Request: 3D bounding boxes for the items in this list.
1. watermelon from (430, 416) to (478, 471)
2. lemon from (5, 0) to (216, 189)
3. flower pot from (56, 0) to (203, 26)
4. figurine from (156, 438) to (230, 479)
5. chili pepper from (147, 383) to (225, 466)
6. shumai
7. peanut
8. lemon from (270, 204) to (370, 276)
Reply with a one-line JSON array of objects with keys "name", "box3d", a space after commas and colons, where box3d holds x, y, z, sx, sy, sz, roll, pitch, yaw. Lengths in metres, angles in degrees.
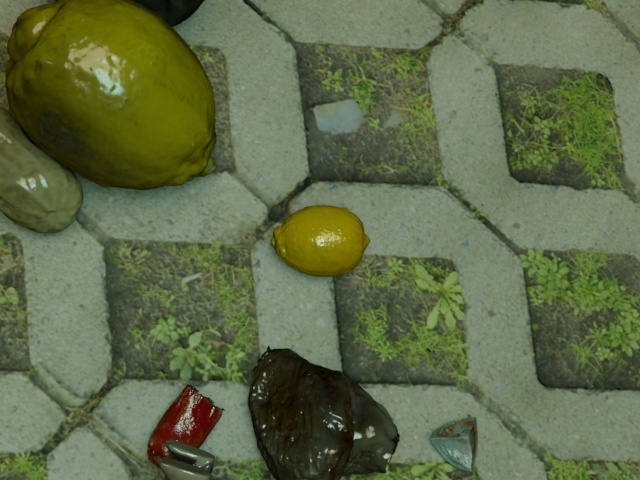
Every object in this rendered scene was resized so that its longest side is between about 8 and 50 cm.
[{"name": "watermelon", "box3d": [0.220, 0.316, 1.745, 0.085, 0.061, 0.085, 3, 69, -7]}, {"name": "lemon", "box3d": [-0.300, -0.218, 1.653, 0.316, 0.285, 0.285, 7, 75, -39]}, {"name": "flower pot", "box3d": [-0.283, -0.461, 1.687, 0.302, 0.302, 0.213, 12, 71, -8]}, {"name": "figurine", "box3d": [-0.074, 0.496, 1.537, 0.378, 0.266, 0.361, 13, 93, -6]}, {"name": "chili pepper", "box3d": [-0.207, 0.280, 1.669, 0.070, 0.073, 0.123, 21, 67, 38]}, {"name": "shumai", "box3d": [0.002, 0.288, 1.688, 0.184, 0.218, 0.185, -56, 135, -5]}, {"name": "peanut", "box3d": [-0.464, -0.114, 1.672, 0.257, 0.123, 0.123, 44, 74, -2]}, {"name": "lemon", "box3d": [0.000, 0.000, 1.744, 0.155, 0.114, 0.114, 3, 78, -3]}]
